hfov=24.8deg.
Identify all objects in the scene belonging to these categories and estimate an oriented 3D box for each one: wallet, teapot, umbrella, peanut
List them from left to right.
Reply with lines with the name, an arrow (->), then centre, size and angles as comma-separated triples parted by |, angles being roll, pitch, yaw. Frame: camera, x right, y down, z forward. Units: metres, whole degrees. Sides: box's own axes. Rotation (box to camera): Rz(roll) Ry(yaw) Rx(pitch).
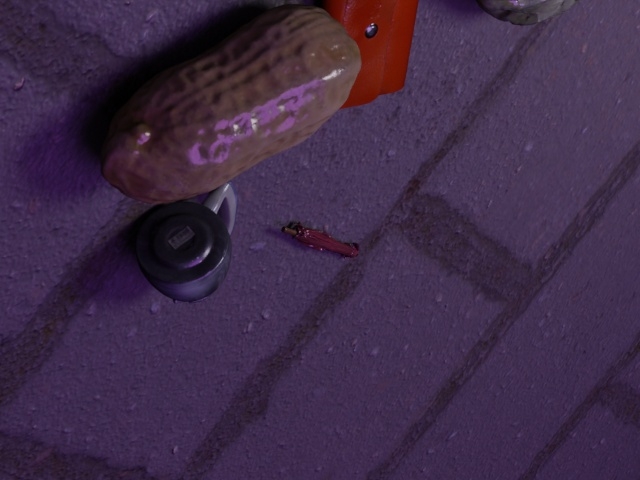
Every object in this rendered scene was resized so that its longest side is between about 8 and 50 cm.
teapot -> -0.156, 0.008, 1.723 | 0.111, 0.149, 0.108 | 0, 150, 3
peanut -> -0.100, -0.143, 1.592 | 0.313, 0.152, 0.152 | -34, 140, -17
umbrella -> 0.000, 0.000, 1.898 | 0.165, 0.025, 0.027 | 20, 88, -52
wallet -> 0.057, -0.257, 1.713 | 0.142, 0.045, 0.204 | -17, 132, -32

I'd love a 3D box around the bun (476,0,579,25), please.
bun -> 0.274, -0.348, 1.754 | 0.204, 0.126, 0.212 | -53, 152, 11
